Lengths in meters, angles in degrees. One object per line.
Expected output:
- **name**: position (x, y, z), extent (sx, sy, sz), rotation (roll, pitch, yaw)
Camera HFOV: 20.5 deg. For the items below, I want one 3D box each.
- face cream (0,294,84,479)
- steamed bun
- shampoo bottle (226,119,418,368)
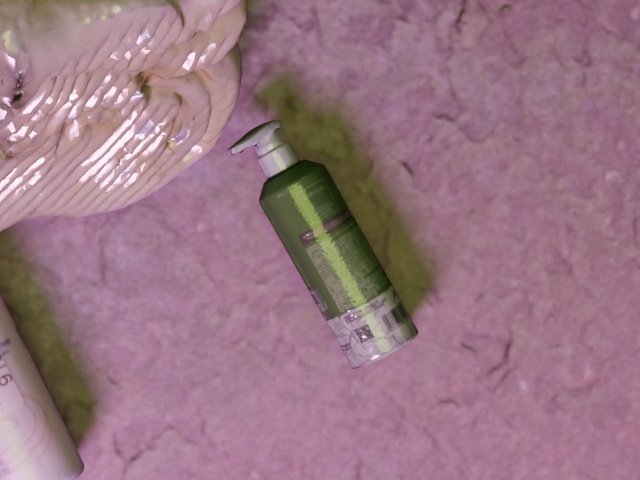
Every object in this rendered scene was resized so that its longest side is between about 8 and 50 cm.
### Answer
- **face cream**: position (-0.272, 0.074, 1.345), extent (0.082, 0.082, 0.269), rotation (-27, 94, -6)
- **steamed bun**: position (-0.202, -0.149, 1.282), extent (0.280, 0.268, 0.207), rotation (-21, 66, -29)
- **shampoo bottle**: position (0.000, 0.000, 1.385), extent (0.065, 0.065, 0.204), rotation (-30, 94, -6)
